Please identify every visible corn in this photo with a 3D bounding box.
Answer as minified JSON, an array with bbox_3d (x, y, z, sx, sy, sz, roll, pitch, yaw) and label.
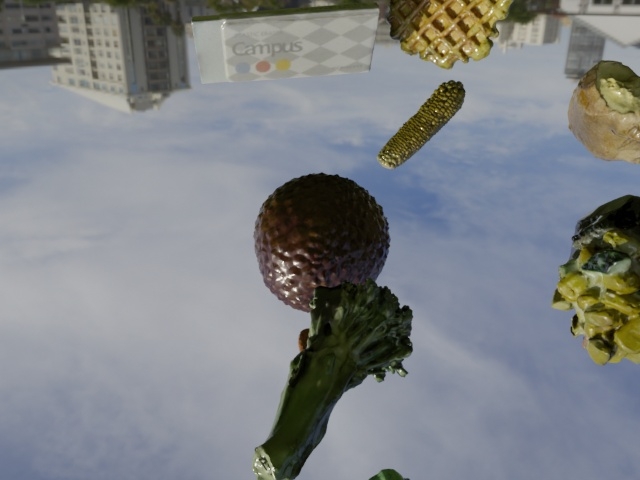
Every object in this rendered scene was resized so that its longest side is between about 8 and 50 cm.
[{"bbox_3d":[0.260,-0.294,1.534,0.288,0.086,0.086,-45,-151,2],"label":"corn"}]

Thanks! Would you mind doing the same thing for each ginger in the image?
[{"bbox_3d":[0.628,-0.256,1.267,0.130,0.276,0.221,-43,-151,6],"label":"ginger"}]

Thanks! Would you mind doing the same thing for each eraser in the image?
[{"bbox_3d":[-0.079,-0.442,1.346,0.397,0.213,0.082,-6,-122,-7],"label":"eraser"}]

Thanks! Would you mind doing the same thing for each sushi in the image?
[{"bbox_3d":[0.676,0.088,1.330,0.285,0.328,0.328,-24,174,-32],"label":"sushi"}]

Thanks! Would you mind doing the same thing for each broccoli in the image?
[{"bbox_3d":[0.011,0.182,0.763,0.146,0.164,0.304,8,-144,30],"label":"broccoli"}]

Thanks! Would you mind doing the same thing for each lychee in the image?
[{"bbox_3d":[0.000,0.000,1.093,0.261,0.260,0.260,0,-158,0],"label":"lychee"}]

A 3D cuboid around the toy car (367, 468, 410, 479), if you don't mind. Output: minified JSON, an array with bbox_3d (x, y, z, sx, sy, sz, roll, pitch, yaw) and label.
[{"bbox_3d":[0.109,0.378,0.768,0.093,0.058,0.186,-38,-141,0],"label":"toy car"}]

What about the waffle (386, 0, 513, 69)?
[{"bbox_3d":[0.284,-0.547,1.374,0.301,0.281,0.058,31,-141,18],"label":"waffle"}]

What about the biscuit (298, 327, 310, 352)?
[{"bbox_3d":[0.029,0.247,1.464,0.192,0.036,0.186,-4,-132,-29],"label":"biscuit"}]
